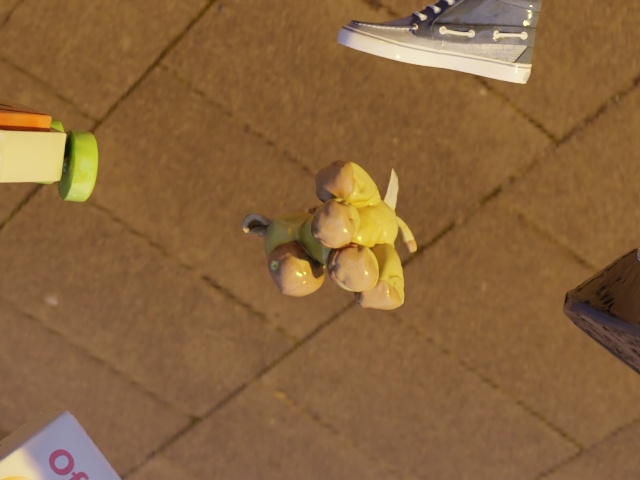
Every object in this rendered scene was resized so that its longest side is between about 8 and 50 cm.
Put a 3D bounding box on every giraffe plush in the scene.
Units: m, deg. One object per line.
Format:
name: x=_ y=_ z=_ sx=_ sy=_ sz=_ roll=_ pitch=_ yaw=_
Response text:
giraffe plush: x=0.000 y=0.000 z=1.761 sx=0.170 sy=0.210 sz=0.181 roll=-18 pitch=110 yaw=25

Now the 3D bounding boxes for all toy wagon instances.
toy wagon: x=-0.306 y=-0.077 z=1.102 sx=0.267 sy=0.344 sz=0.068 roll=5 pitch=97 yaw=-24

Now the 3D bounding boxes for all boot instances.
boot: x=0.115 y=-0.211 z=1.409 sx=0.190 sy=0.069 sz=0.086 roll=10 pitch=101 yaw=-4

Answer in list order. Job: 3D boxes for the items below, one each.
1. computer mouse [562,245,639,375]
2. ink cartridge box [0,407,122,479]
computer mouse: x=0.204 y=0.060 z=0.598 sx=0.184 sy=0.262 sz=0.060 roll=36 pitch=88 yaw=-1
ink cartridge box: x=-0.209 y=0.238 z=0.914 sx=0.171 sy=0.232 sz=0.168 roll=55 pitch=163 yaw=-4
